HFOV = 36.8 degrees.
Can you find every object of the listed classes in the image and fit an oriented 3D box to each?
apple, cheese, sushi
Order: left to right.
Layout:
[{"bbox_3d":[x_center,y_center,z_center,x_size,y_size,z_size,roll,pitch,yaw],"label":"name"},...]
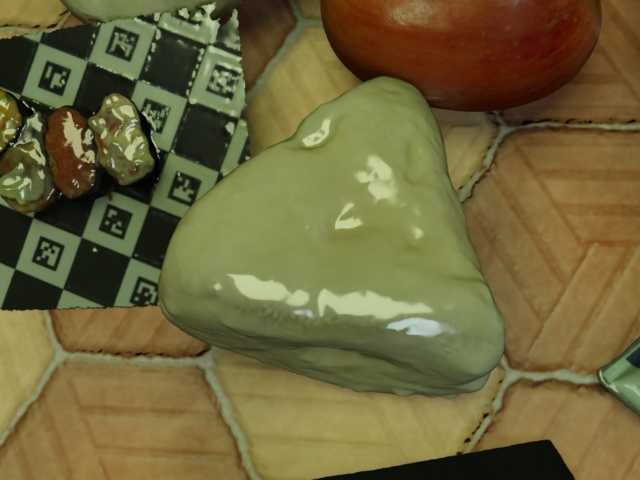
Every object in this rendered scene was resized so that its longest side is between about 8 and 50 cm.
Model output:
[{"bbox_3d":[-0.202,-0.065,0.829,0.290,0.050,0.264,-4,91,9],"label":"sushi"},{"bbox_3d":[-0.001,0.001,0.753,0.248,0.173,0.251,-4,68,-1],"label":"cheese"},{"bbox_3d":[0.110,-0.231,0.797,0.241,0.242,0.242,3,68,18],"label":"apple"}]

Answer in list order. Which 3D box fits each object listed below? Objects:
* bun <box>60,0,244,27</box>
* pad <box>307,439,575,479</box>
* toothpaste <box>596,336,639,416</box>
[{"bbox_3d":[-0.147,-0.361,0.882,0.361,0.213,0.361,-8,72,26],"label":"bun"},{"bbox_3d":[0.058,0.224,0.640,0.300,0.005,0.202,-7,33,-12],"label":"pad"},{"bbox_3d":[0.321,0.173,0.695,0.069,0.047,0.268,-47,64,10],"label":"toothpaste"}]
